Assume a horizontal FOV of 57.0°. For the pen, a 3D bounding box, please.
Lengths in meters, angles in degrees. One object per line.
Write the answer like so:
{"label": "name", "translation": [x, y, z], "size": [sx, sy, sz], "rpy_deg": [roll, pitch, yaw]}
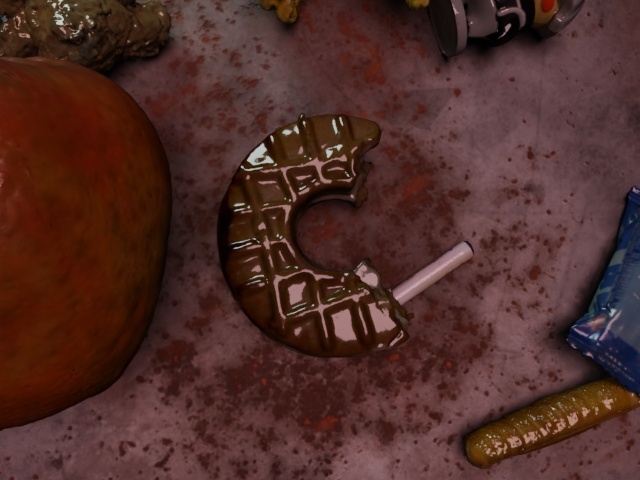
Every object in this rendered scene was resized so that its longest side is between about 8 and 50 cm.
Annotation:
{"label": "pen", "translation": [0.128, 0.084, 0.919], "size": [0.269, 0.033, 0.033], "rpy_deg": [-34, 87, -7]}

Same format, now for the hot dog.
{"label": "hot dog", "translation": [0.351, 0.272, 0.896], "size": [0.289, 0.083, 0.068], "rpy_deg": [-17, 66, -6]}

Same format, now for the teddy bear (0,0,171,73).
{"label": "teddy bear", "translation": [-0.395, -0.347, 0.868], "size": [0.267, 0.156, 0.256], "rpy_deg": [-40, 86, -7]}

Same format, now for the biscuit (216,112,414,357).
{"label": "biscuit", "translation": [-0.019, -0.006, 0.865], "size": [0.268, 0.115, 0.366], "rpy_deg": [-10, 77, -1]}

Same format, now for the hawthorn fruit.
{"label": "hawthorn fruit", "translation": [-0.403, 0.007, 0.696], "size": [0.472, 0.472, 0.471], "rpy_deg": [0, 84, -4]}

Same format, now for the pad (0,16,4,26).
{"label": "pad", "translation": [-0.579, -0.285, 0.921], "size": [0.202, 0.005, 0.299], "rpy_deg": [-31, 87, -7]}

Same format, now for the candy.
{"label": "candy", "translation": [0.513, 0.074, 0.919], "size": [0.187, 0.077, 0.331], "rpy_deg": [33, 71, -1]}

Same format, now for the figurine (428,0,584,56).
{"label": "figurine", "translation": [0.299, -0.395, 0.938], "size": [0.236, 0.133, 0.176], "rpy_deg": [-17, 83, -2]}

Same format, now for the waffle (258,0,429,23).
{"label": "waffle", "translation": [0.031, -0.469, 0.880], "size": [0.324, 0.151, 0.261], "rpy_deg": [1, 82, 15]}
